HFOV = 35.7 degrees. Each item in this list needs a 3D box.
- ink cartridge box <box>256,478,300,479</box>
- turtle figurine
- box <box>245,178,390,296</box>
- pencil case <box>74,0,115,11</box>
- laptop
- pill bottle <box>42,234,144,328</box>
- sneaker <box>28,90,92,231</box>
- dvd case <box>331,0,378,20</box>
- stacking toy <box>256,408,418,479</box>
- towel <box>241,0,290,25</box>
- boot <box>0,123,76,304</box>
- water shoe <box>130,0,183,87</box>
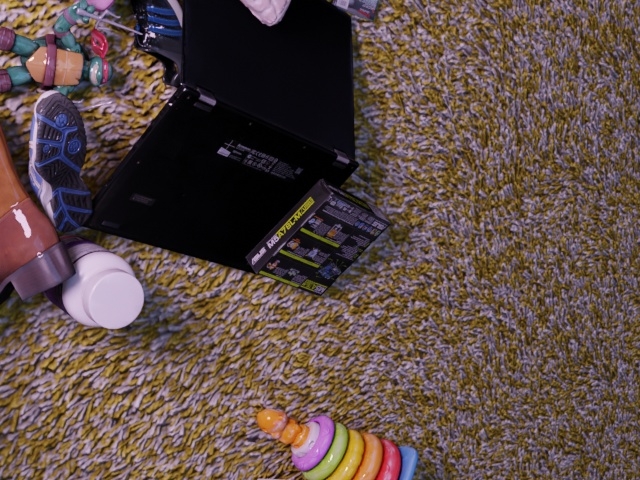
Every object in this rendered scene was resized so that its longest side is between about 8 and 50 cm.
[{"bbox_3d":[-0.016,0.476,1.735,0.145,0.179,0.045,54,48,-31],"label":"ink cartridge box"},{"bbox_3d":[-0.367,-0.237,1.355,0.234,0.118,0.175,1,94,-22],"label":"turtle figurine"},{"bbox_3d":[0.000,0.000,1.635,0.184,0.045,0.191,-45,146,16],"label":"box"},{"bbox_3d":[-0.393,-0.402,1.298,0.284,0.124,0.124,17,91,-36],"label":"pencil case"},{"bbox_3d":[-0.143,-0.197,1.529,0.382,0.236,0.408,19,120,-48],"label":"laptop"},{"bbox_3d":[-0.326,0.061,1.407,0.108,0.193,0.108,-9,107,-32],"label":"pill bottle"},{"bbox_3d":[-0.360,-0.109,1.320,0.080,0.081,0.211,-27,141,-36],"label":"sneaker"},{"bbox_3d":[0.069,-0.439,1.666,0.087,0.013,0.119,11,94,-36],"label":"dvd case"},{"bbox_3d":[0.009,0.378,1.762,0.302,0.175,0.165,36,57,-18],"label":"stacking toy"},{"bbox_3d":[-0.128,-0.525,1.419,0.332,0.053,0.317,40,54,-35],"label":"towel"},{"bbox_3d":[-0.494,-0.031,1.313,0.280,0.264,0.096,64,22,-10],"label":"boot"},{"bbox_3d":[-0.241,-0.313,1.447,0.080,0.073,0.203,-46,123,-19],"label":"water shoe"}]
